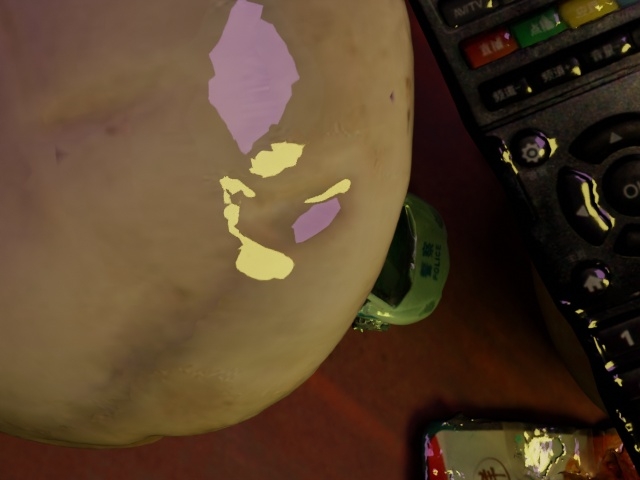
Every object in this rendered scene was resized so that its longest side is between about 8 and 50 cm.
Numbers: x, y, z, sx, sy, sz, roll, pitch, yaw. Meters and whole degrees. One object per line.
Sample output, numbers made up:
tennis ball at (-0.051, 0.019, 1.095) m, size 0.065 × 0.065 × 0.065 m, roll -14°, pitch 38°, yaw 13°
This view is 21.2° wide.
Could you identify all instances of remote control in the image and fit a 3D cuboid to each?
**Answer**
remote control at (0.173, -0.014, 0.849) m, size 0.145 × 0.062 × 0.398 m, roll -22°, pitch 111°, yaw 15°

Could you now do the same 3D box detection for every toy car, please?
toy car at (0.000, 0.000, 0.976) m, size 0.186 × 0.058 × 0.093 m, roll 10°, pitch 82°, yaw -29°

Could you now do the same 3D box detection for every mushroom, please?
mushroom at (-0.100, -0.090, 0.788) m, size 0.315 × 0.315 × 0.356 m, roll 25°, pitch 59°, yaw -27°

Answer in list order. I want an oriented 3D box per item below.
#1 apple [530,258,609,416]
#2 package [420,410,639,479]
apple at (0.260, 0.006, 1.029) m, size 0.257 × 0.234 × 0.256 m, roll 3°, pitch 84°, yaw -24°
package at (0.159, 0.191, 1.072) m, size 0.232 × 0.040 × 0.166 m, roll 5°, pitch 88°, yaw -30°
